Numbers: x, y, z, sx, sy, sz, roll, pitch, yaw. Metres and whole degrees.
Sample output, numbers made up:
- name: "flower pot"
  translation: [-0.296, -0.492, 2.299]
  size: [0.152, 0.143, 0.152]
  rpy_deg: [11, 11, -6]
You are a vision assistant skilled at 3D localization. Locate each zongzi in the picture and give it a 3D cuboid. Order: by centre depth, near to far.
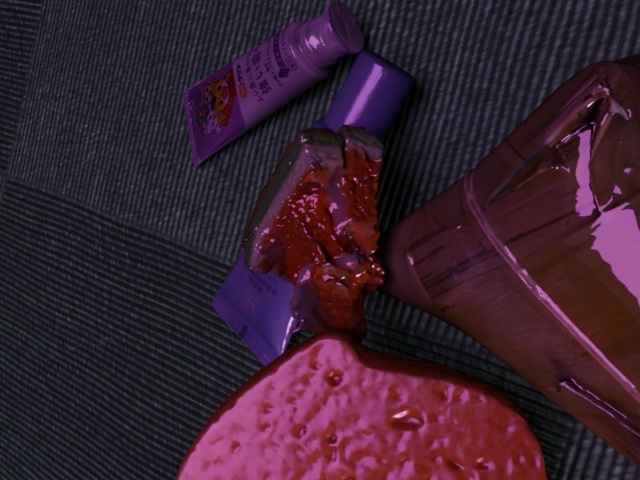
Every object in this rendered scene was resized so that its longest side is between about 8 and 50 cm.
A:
- name: "zongzi"
  translation: [0.227, 0.117, 0.596]
  size: [0.418, 0.181, 0.447]
  rpy_deg: [-35, 74, 44]

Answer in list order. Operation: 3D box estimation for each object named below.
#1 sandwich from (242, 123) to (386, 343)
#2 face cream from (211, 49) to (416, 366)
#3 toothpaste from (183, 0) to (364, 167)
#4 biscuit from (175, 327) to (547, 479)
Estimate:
- name: "sandwich"
  translation: [0.003, -0.008, 0.670]
  size: [0.160, 0.109, 0.185]
  rpy_deg: [-114, 39, -52]
- name: "face cream"
  translation: [-0.013, -0.033, 0.792]
  size: [0.135, 0.086, 0.385]
  rpy_deg: [42, 114, 30]
- name: "toothpaste"
  translation: [-0.079, -0.197, 0.856]
  size: [0.299, 0.073, 0.114]
  rpy_deg: [-22, 75, 38]
- name: "biscuit"
  translation: [0.048, 0.305, 0.607]
  size: [0.350, 0.078, 0.455]
  rpy_deg: [-14, 83, 3]
